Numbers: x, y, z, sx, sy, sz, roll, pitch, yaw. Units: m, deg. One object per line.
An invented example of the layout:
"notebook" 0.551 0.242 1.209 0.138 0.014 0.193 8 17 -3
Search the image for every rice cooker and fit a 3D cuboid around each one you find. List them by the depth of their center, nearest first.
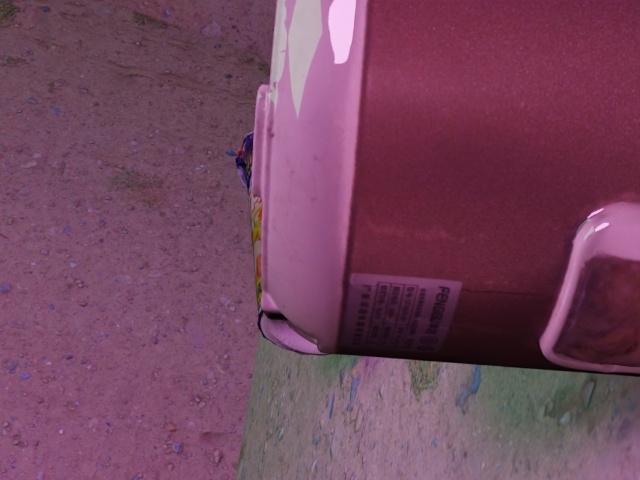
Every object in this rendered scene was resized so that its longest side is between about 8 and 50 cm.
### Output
"rice cooker" 0.133 -0.077 0.530 0.335 0.325 0.335 -175 90 -90

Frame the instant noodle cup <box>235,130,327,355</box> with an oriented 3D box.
"instant noodle cup" 0.000 0.000 1.379 0.284 0.284 0.312 119 157 -51
